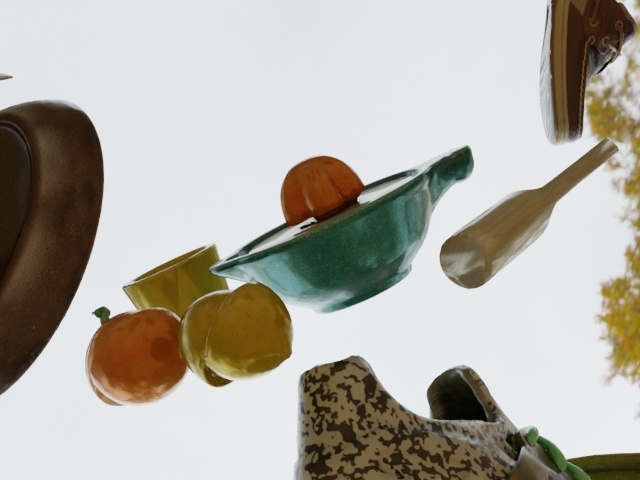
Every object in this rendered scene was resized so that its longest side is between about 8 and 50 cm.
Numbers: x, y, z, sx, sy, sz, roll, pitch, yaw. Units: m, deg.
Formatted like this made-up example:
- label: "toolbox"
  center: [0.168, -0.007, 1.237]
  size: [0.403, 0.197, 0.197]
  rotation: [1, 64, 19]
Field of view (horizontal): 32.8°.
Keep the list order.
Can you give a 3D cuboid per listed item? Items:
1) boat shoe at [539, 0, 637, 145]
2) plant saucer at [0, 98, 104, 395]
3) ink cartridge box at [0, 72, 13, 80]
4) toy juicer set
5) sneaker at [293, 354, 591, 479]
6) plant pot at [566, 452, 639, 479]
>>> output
- label: "boat shoe"
  center: [0.369, -0.291, 1.474]
  size: [0.123, 0.123, 0.342]
  rotation: [6, -107, 6]
- label: "plant saucer"
  center: [-0.315, 0.003, 0.998]
  size: [0.311, 0.050, 0.310]
  rotation: [-22, -125, 35]
- label: "ink cartridge box"
  center: [-0.537, -0.090, 1.223]
  size: [0.385, 0.091, 0.308]
  rotation: [-23, -162, -19]
- label: "toy juicer set"
  center: [0.000, 0.000, 0.619]
  size: [0.329, 0.089, 0.209]
  rotation: [-22, -173, 19]
- label: "sneaker"
  center: [0.127, 0.165, 0.676]
  size: [0.158, 0.410, 0.182]
  rotation: [-24, -122, 34]
- label: "plant pot"
  center: [0.303, 0.424, 0.926]
  size: [0.367, 0.366, 0.353]
  rotation: [11, -125, 10]
